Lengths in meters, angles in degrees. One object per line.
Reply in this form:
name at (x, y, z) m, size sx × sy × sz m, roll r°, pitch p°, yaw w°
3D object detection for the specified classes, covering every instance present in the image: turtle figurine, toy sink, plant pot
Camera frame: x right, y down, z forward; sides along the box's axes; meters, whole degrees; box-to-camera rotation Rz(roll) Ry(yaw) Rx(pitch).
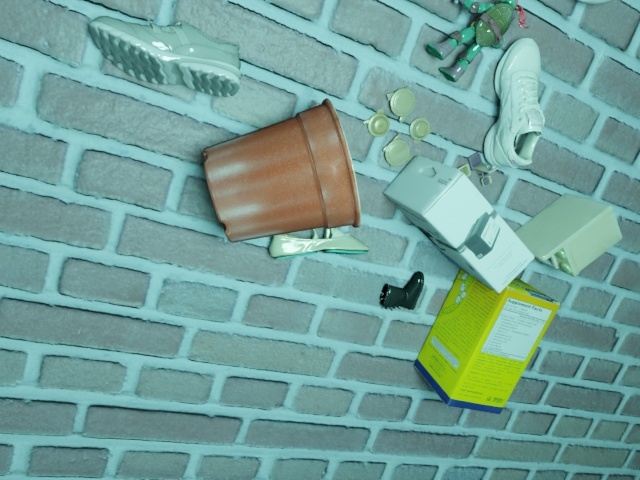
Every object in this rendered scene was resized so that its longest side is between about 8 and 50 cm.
turtle figurine at (0.359, -0.481, 0.988) m, size 0.234 × 0.118 × 0.175 m, roll -44°, pitch 115°, yaw 8°
toy sink at (0.673, 0.000, 1.227) m, size 0.234 × 0.153 × 0.131 m, roll -37°, pitch 115°, yaw -3°
plant pot at (-0.082, -0.124, 0.906) m, size 0.265 × 0.272 × 0.272 m, roll -15°, pitch 112°, yaw -3°

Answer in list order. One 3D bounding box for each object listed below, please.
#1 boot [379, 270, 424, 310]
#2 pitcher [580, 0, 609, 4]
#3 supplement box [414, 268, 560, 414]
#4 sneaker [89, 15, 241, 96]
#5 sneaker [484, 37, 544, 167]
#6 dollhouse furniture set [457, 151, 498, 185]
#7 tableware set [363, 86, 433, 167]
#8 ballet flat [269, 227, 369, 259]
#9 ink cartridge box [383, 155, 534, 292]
boot at (0.219, 0.135, 1.195) m, size 0.099 × 0.045 × 0.121 m, roll 11°, pitch 105°, yaw -17°
pitcher at (0.686, -0.658, 1.015) m, size 0.207 × 0.125 × 0.177 m, roll -29°, pitch 124°, yaw -13°
supplement box at (0.451, 0.267, 1.228) m, size 0.194 × 0.195 × 0.356 m, roll 17°, pitch 103°, yaw -22°
sneaker at (-0.288, -0.369, 0.851) m, size 0.282 × 0.105 × 0.115 m, roll 14°, pitch 70°, yaw -17°
sneaker at (0.493, -0.323, 1.059) m, size 0.114 × 0.152 × 0.304 m, roll -2°, pitch 108°, yaw -14°
dollhouse furniture set at (0.392, -0.157, 1.123) m, size 0.114 × 0.081 × 0.090 m, roll -29°, pitch 114°, yaw -6°
tableware set at (0.189, -0.270, 1.056) m, size 0.141 × 0.020 × 0.168 m, roll -39°, pitch 116°, yaw 1°
ballet flat at (0.000, 0.000, 1.064) m, size 0.249 × 0.086 × 0.086 m, roll -3°, pitch 109°, yaw -15°
ink cartridge box at (0.327, -0.042, 1.065) m, size 0.307 × 0.223 × 0.129 m, roll 41°, pitch 94°, yaw -25°
